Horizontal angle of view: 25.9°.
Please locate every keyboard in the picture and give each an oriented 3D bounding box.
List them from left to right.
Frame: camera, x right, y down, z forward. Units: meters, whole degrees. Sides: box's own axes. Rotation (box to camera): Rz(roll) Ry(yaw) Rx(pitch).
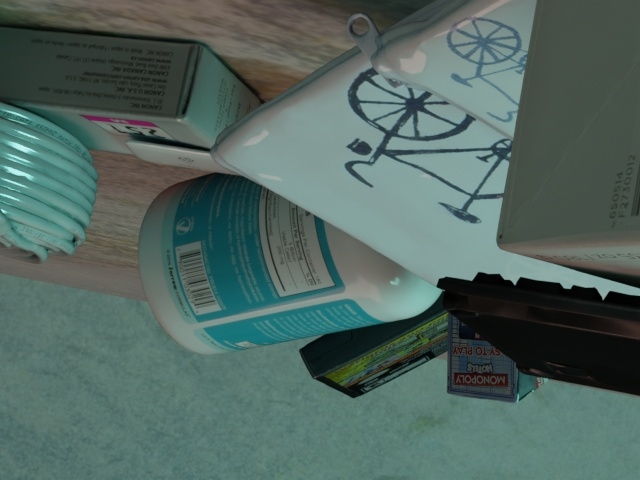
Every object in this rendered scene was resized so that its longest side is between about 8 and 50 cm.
[{"bbox_3d":[0.216,0.057,0.489,0.317,0.033,0.201,9,167,27],"label":"keyboard"}]

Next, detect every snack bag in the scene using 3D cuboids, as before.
[{"bbox_3d":[0.146,-0.026,0.699,0.323,0.037,0.342,30,147,-29],"label":"snack bag"}]

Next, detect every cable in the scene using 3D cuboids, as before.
[{"bbox_3d":[-0.291,-0.051,1.008,0.257,0.089,0.257,9,172,17],"label":"cable"}]

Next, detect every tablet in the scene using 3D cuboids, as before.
[{"bbox_3d":[-0.093,-0.058,0.985,0.083,0.006,0.054,8,171,6],"label":"tablet"}]

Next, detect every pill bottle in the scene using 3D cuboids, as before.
[{"bbox_3d":[0.000,0.000,1.071,0.264,0.146,0.146,-13,160,31],"label":"pill bottle"}]

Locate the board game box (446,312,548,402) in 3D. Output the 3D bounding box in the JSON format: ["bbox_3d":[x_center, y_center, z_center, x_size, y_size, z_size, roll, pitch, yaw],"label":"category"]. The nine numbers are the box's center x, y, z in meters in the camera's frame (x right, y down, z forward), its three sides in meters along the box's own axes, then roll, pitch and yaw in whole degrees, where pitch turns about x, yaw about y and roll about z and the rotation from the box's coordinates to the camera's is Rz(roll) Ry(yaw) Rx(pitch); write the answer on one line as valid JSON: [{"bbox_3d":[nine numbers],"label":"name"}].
[{"bbox_3d":[0.153,0.021,0.956,0.060,0.194,0.194,3,168,42],"label":"board game box"}]

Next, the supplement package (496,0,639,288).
[{"bbox_3d":[0.236,-0.049,0.453,0.293,0.175,0.177,15,171,-26],"label":"supplement package"}]

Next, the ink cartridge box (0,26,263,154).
[{"bbox_3d":[-0.177,-0.097,1.049,0.275,0.060,0.239,8,170,18],"label":"ink cartridge box"}]

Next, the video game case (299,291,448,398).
[{"bbox_3d":[0.126,0.058,1.247,0.275,0.035,0.248,-28,167,3],"label":"video game case"}]
